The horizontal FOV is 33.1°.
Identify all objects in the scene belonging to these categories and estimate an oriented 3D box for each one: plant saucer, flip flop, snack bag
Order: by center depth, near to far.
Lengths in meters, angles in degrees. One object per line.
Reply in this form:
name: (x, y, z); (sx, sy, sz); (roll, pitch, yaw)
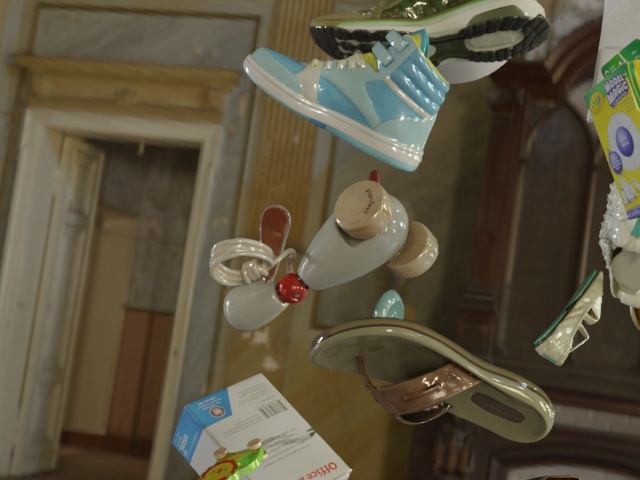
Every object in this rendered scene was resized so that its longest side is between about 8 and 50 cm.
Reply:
flip flop: (0.119, 0.163, 1.153); (0.277, 0.080, 0.112); (25, -37, -7)
snack bag: (0.696, -0.376, 2.088); (0.323, 0.342, 0.037); (1, -29, 27)
plant saucer: (0.146, 0.163, 2.260); (0.021, 0.119, 0.119); (15, -1, 31)

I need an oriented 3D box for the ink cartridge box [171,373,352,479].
ink cartridge box: (-0.125, 0.453, 2.259); (0.223, 0.129, 0.307); (-17, 51, -44)

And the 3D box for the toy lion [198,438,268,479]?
toy lion: (-0.140, 0.357, 1.682); (0.100, 0.034, 0.096); (-19, 18, 19)

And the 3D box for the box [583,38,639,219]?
box: (0.347, -0.121, 1.180); (0.043, 0.179, 0.105); (-14, -10, -13)

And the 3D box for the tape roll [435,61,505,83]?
tape roll: (0.272, -0.466, 2.204); (0.286, 0.286, 0.100); (7, -16, 15)

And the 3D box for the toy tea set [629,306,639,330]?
toy tea set: (0.760, 0.161, 2.131); (0.336, 0.200, 0.124); (42, -39, -21)

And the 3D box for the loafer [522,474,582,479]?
loafer: (0.484, 0.532, 2.332); (0.170, 0.062, 0.061); (-6, -48, 0)

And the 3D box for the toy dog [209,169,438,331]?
toy dog: (0.000, 0.000, 1.596); (0.334, 0.161, 0.220); (-13, -44, 4)

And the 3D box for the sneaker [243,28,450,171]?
sneaker: (0.054, -0.266, 1.670); (0.319, 0.208, 0.127); (29, 13, 3)

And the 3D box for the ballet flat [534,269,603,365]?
ballet flat: (0.354, 0.110, 1.487); (0.052, 0.168, 0.057); (42, -29, 7)

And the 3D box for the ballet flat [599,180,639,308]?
ballet flat: (0.458, 0.023, 1.553); (0.147, 0.146, 0.409); (6, -17, 21)

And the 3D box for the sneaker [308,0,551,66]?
sneaker: (0.184, -0.399, 1.856); (0.411, 0.182, 0.158); (-3, -25, 11)
